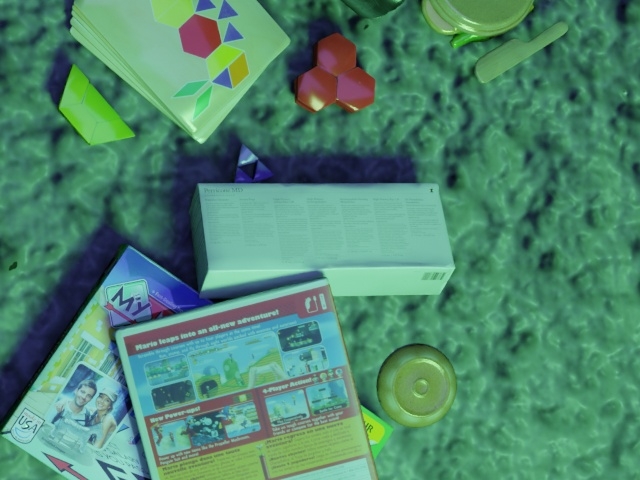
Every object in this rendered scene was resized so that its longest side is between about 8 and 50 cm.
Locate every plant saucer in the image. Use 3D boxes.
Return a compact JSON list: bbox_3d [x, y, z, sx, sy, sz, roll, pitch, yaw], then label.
[{"bbox_3d":[0.098,0.144,1.811,0.083,0.015,0.083,0,91,-14],"label":"plant saucer"}]

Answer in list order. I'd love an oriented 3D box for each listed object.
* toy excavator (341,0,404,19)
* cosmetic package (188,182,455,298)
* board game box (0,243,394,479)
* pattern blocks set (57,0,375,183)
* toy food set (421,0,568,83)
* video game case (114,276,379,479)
[{"bbox_3d":[0.089,-0.494,1.704,0.222,0.445,0.433,36,119,-28],"label":"toy excavator"},{"bbox_3d":[0.000,0.000,1.744,0.239,0.060,0.099,0,61,-15],"label":"cosmetic package"},{"bbox_3d":[-0.116,0.179,1.740,0.317,0.046,0.213,35,83,-13],"label":"board game box"},{"bbox_3d":[-0.129,-0.200,1.741,0.285,0.026,0.325,-36,99,-12],"label":"pattern blocks set"},{"bbox_3d":[0.151,-0.259,1.815,0.132,0.038,0.192,-30,93,-20],"label":"toy food set"},{"bbox_3d":[-0.057,0.195,1.693,0.204,0.025,0.285,-14,93,-2],"label":"video game case"}]
